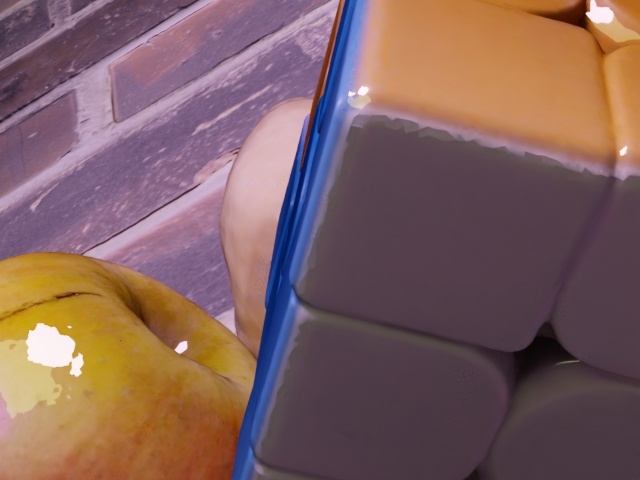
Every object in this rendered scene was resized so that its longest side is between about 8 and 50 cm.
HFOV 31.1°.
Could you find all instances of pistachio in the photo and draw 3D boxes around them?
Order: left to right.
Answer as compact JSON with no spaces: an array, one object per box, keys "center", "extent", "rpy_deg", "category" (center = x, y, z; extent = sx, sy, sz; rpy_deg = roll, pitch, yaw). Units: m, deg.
[{"center":[0.000,0.000,0.901],"extent":[0.187,0.187,0.299],"rpy_deg":[-30,25,6],"category":"pistachio"}]

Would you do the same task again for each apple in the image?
[{"center":[-0.156,0.148,0.759],"extent":[0.233,0.286,0.286],"rpy_deg":[-52,31,10],"category":"apple"}]

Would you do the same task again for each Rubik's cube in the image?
[{"center":[0.127,0.002,0.577],"extent":[0.291,0.290,0.291],"rpy_deg":[14,39,-3],"category":"Rubik's cube"}]
